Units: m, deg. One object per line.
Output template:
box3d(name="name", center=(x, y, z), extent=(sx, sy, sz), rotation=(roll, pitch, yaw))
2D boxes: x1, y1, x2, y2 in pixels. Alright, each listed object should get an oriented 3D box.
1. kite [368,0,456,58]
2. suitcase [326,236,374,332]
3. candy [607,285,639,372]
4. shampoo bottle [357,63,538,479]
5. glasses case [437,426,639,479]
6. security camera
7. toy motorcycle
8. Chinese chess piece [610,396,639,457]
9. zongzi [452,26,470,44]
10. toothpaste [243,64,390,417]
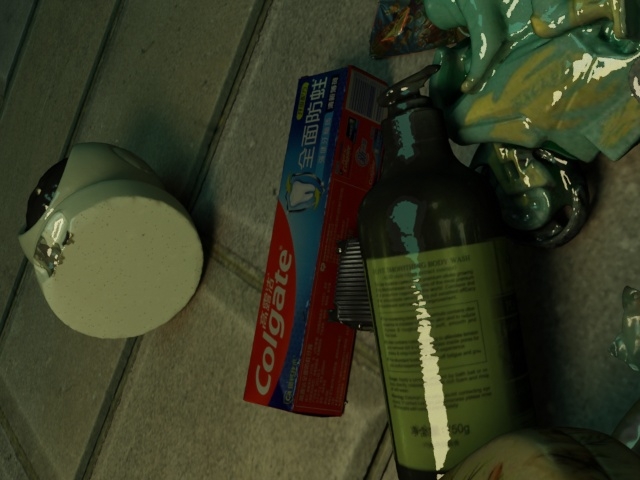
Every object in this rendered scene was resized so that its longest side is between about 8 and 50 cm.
box3d(name="kite", center=(0.095, -0.236, 0.751), extent=(0.160, 0.010, 0.183), rotation=(-46, 47, 27))
box3d(name="suitcase", center=(0.066, 0.036, 0.655), extent=(0.126, 0.059, 0.086), rotation=(-5, 74, 46))
box3d(name="candy", center=(0.280, -0.008, 0.421), extent=(0.292, 0.059, 0.086), rotation=(-37, 55, 36))
box3d(name="shampoo bottle", center=(0.082, 0.027, 0.542), extent=(0.101, 0.101, 0.284), rotation=(-11, 88, 47))
box3d(name="glasses case", center=(0.068, 0.237, 0.436), extent=(0.425, 0.098, 0.156), rotation=(113, 155, -53))
box3d(name="security camera", center=(-0.263, -0.015, 0.959), extent=(0.194, 0.194, 0.236), rotation=(-61, 36, 14))
box3d(name="toy motorcycle", center=(0.164, -0.139, 0.516), extent=(0.198, 0.109, 0.296), rotation=(46, 135, 13))
box3d(name="Chinese chess piece", center=(0.254, 0.165, 0.352), extent=(0.270, 0.112, 0.270), rotation=(-20, 61, 43))
box3d(name="zongzi", center=(0.181, -0.218, 0.615), extent=(0.178, 0.081, 0.189), rotation=(-21, 70, 21))
box3d(name="toothpaste", center=(-0.001, 0.000, 0.739), extent=(0.076, 0.066, 0.320), rotation=(-2, 75, 49))
